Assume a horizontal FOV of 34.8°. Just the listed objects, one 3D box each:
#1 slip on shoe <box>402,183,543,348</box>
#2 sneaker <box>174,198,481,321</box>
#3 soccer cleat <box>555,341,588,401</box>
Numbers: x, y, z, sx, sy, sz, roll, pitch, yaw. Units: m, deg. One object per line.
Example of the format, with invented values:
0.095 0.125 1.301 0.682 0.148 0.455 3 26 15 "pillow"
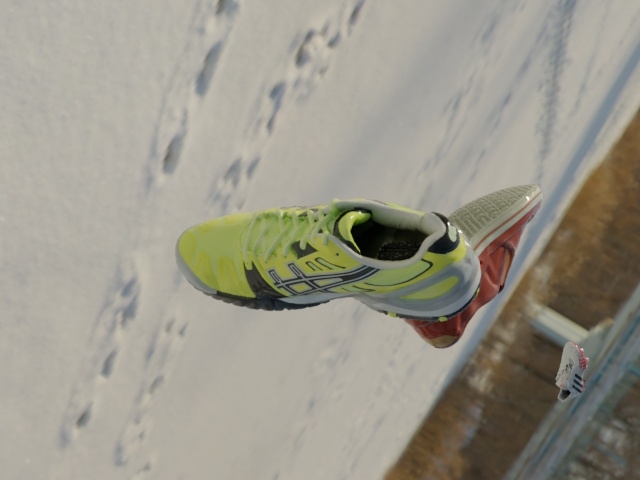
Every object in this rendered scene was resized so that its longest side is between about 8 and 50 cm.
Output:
0.215 0.026 1.416 0.123 0.101 0.331 -8 -151 45 "slip on shoe"
0.000 0.000 1.246 0.147 0.385 0.145 70 26 -54 "sneaker"
0.279 0.148 1.144 0.036 0.029 0.083 -32 134 -20 "soccer cleat"
